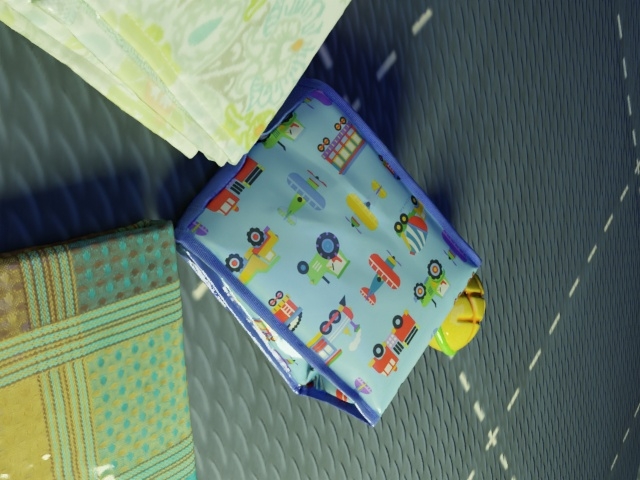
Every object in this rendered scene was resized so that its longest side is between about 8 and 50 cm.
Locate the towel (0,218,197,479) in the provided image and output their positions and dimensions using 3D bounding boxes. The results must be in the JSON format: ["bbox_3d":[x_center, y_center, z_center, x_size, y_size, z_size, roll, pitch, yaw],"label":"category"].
[{"bbox_3d":[-0.216,0.185,0.539,0.271,0.040,0.370,-17,111,-44],"label":"towel"}]

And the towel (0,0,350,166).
[{"bbox_3d":[-0.046,-0.250,0.463,0.374,0.090,0.320,-57,163,-3],"label":"towel"}]

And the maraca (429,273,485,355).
[{"bbox_3d":[0.164,0.062,0.901,0.186,0.099,0.127,-78,150,-41],"label":"maraca"}]

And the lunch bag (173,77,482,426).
[{"bbox_3d":[0.000,0.000,0.685,0.221,0.138,0.293,-52,123,-23],"label":"lunch bag"}]
